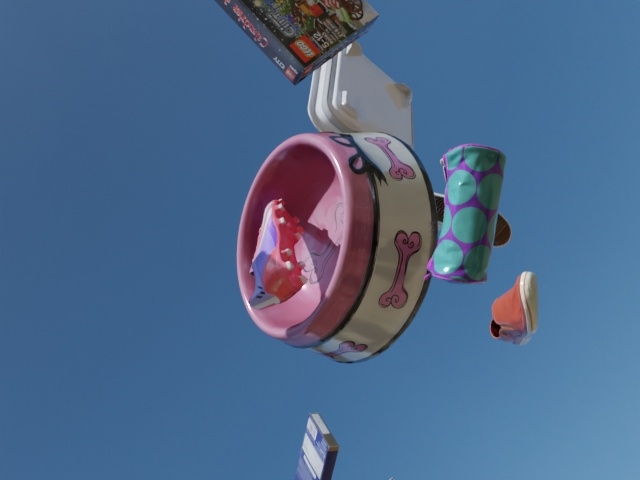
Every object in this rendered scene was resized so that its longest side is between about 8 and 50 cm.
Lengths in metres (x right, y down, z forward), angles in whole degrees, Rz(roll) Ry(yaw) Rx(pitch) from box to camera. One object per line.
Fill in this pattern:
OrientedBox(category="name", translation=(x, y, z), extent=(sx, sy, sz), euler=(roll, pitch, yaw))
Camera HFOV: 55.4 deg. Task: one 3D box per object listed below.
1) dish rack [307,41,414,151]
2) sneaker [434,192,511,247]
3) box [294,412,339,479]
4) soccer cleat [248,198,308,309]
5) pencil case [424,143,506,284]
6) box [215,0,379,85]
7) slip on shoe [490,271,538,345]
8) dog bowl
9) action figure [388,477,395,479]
OrientedBox(category="dish rack", translation=(0.110, -0.294, 1.325), extent=(0.286, 0.072, 0.332), euler=(34, -138, -27))
OrientedBox(category="sneaker", translation=(0.340, -0.065, 1.539), extent=(0.105, 0.290, 0.123), euler=(-67, -13, 4))
OrientedBox(category="box", translation=(-0.014, 0.577, 1.565), extent=(0.037, 0.136, 0.225), euler=(5, -70, -25))
OrientedBox(category="soccer cleat", translation=(-0.079, 0.015, 1.005), extent=(0.095, 0.248, 0.083), euler=(-32, -58, 13))
OrientedBox(category="pencil case", translation=(0.159, -0.026, 0.670), extent=(0.064, 0.070, 0.151), euler=(3, -85, -80))
OrientedBox(category="box", translation=(-0.055, -0.340, 0.817), extent=(0.233, 0.044, 0.159), euler=(46, -118, -1))
OrientedBox(category="slip on shoe", translation=(0.470, 0.173, 1.480), extent=(0.331, 0.101, 0.123), euler=(71, -154, -62))
OrientedBox(category="dog bowl", translation=(0.000, 0.000, 1.032), extent=(0.150, 0.408, 0.407), euler=(9, -80, -36))
OrientedBox(category="action figure", translation=(0.164, 0.554, 1.092), extent=(0.185, 0.285, 0.099), euler=(-60, -36, -7))
